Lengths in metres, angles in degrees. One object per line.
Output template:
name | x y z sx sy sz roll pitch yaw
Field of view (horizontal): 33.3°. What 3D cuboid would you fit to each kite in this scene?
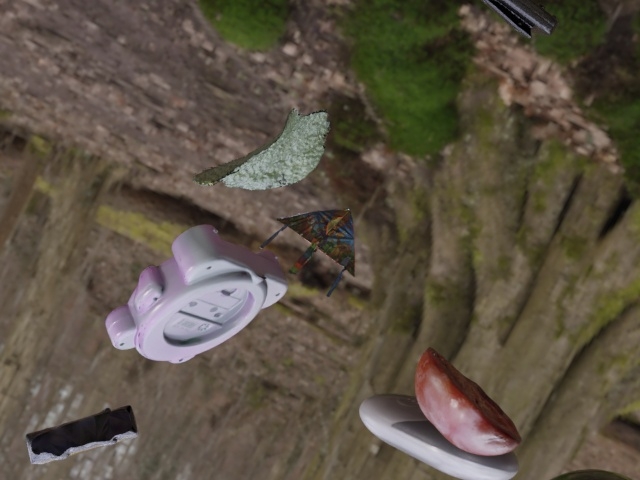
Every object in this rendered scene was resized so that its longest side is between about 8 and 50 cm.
kite | 0.000 0.000 1.839 0.183 0.160 0.010 36 163 23

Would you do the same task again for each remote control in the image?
remote control | 0.219 0.368 2.006 0.332 0.103 0.221 22 -175 42

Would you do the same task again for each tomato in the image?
tomato | 0.198 0.243 1.554 0.166 0.082 0.174 36 -170 -37

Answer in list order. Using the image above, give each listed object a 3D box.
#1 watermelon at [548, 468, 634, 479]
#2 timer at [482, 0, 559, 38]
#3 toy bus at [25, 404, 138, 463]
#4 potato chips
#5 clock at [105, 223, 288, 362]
watermelon | 0.371 0.427 1.447 0.242 0.242 0.242 27 -176 -2
timer | 0.320 -0.415 1.859 0.187 0.055 0.144 33 -171 -9
toy bus | -0.372 0.307 1.684 0.172 0.057 0.072 -15 165 -4
potato chips | -0.078 -0.119 1.500 0.059 0.167 0.228 56 -154 15
clock | -0.196 0.095 1.677 0.227 0.248 0.090 27 -150 -54
